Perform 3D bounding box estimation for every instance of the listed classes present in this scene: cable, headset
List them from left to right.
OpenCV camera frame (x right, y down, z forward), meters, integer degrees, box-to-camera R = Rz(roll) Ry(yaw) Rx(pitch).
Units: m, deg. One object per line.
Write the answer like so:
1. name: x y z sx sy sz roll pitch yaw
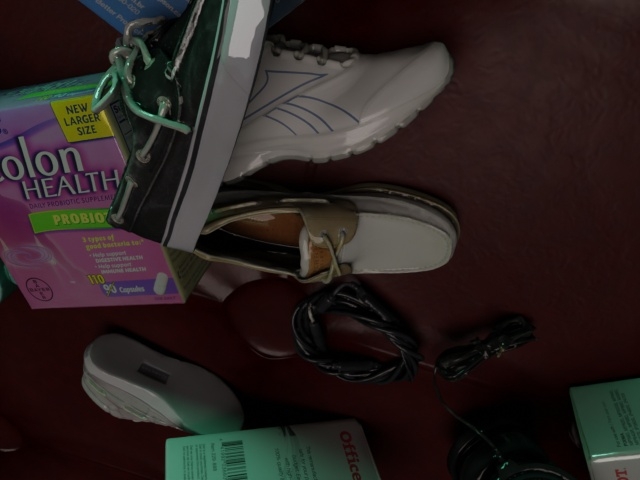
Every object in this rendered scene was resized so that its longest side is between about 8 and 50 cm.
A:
1. cable: 0.048 0.141 0.674 0.184 0.047 0.150 41 121 -15
2. headset: 0.269 0.299 0.636 0.185 0.243 0.394 -31 94 1

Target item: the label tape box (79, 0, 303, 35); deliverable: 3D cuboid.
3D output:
1. label tape box: -0.061 -0.287 0.333 0.333 0.106 0.240 -25 146 26

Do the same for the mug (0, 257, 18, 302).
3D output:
1. mug: -0.442 0.024 0.679 0.157 0.097 0.129 35 122 -11

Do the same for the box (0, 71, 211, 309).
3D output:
1. box: -0.263 -0.052 0.580 0.213 0.117 0.243 -3 120 15

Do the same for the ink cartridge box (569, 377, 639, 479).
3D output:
1. ink cartridge box: 0.470 0.265 0.618 0.272 0.114 0.197 -16 117 19

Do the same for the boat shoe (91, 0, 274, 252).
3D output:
1. boat shoe: -0.113 -0.114 0.395 0.104 0.113 0.306 16 138 -16

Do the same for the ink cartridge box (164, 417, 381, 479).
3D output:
1. ink cartridge box: -0.062 0.378 0.694 0.289 0.211 0.122 1 126 -17

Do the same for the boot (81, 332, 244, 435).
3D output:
1. boot: -0.248 0.244 0.792 0.258 0.095 0.123 32 133 -3

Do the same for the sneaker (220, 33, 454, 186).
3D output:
1. sneaker: -0.026 -0.139 0.483 0.297 0.111 0.129 -12 114 18

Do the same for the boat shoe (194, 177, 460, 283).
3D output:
1. boat shoe: 0.000 0.000 0.562 0.302 0.103 0.113 4 122 10
